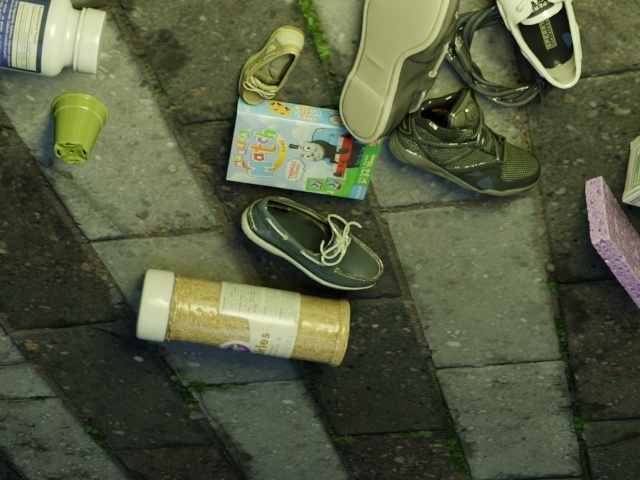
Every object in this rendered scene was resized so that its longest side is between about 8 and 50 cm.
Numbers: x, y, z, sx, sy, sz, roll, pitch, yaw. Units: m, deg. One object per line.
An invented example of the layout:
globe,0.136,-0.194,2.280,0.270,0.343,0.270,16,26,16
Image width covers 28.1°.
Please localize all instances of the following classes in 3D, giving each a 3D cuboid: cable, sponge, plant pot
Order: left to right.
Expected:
plant pot,-0.351,-0.155,1.835,0.083,0.079,0.083,3,145,2
cable,0.250,-0.246,1.687,0.150,0.047,0.184,-24,132,27
sponge,0.459,0.008,1.952,0.031,0.117,0.210,-19,139,26

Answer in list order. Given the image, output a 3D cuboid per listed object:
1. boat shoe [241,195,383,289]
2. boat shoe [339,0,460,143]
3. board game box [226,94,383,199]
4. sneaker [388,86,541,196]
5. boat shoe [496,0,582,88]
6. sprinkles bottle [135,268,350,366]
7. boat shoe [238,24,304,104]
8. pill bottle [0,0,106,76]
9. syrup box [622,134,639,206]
boat shoe,0.000,0.000,2.012,0.254,0.095,0.079,31,149,-19
boat shoe,0.113,-0.261,1.647,0.112,0.095,0.335,46,143,16
board game box,-0.025,-0.133,1.869,0.211,0.039,0.160,9,145,-5
sneaker,0.222,-0.137,1.798,0.227,0.087,0.130,20,148,-12
boat shoe,0.254,-0.294,1.543,0.096,0.088,0.267,-22,130,6
sprinkles bottle,-0.131,0.132,2.181,0.355,0.121,0.121,9,144,-7
boat shoe,-0.069,-0.227,1.732,0.056,0.048,0.153,22,141,-23
pill bottle,-0.375,-0.270,1.648,0.186,0.112,0.112,9,144,-8
syrup box,0.556,-0.079,1.810,0.237,0.093,0.096,16,164,-10
